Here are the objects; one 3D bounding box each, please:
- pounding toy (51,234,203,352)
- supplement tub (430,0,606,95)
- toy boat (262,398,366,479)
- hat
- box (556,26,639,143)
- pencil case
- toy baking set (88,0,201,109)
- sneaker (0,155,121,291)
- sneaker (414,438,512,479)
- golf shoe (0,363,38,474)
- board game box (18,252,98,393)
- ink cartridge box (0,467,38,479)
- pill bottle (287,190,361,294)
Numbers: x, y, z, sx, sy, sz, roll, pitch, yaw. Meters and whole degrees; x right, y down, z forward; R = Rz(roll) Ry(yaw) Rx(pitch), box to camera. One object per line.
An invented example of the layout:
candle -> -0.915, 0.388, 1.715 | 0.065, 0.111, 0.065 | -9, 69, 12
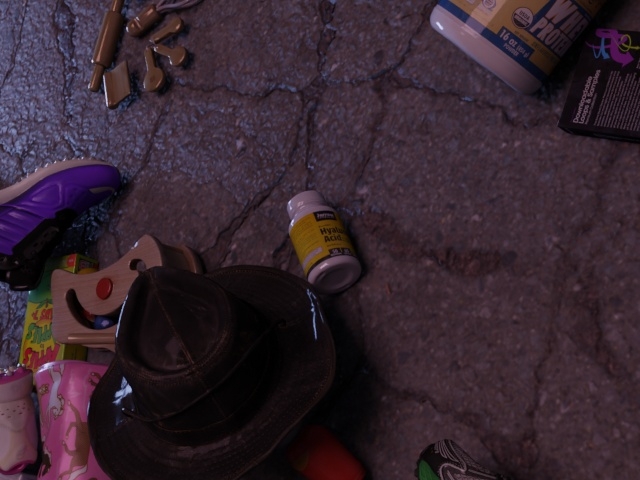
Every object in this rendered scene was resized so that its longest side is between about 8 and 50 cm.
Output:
pounding toy -> -0.256, 0.066, 1.625 | 0.269, 0.155, 0.154 | 4, 80, 40
supplement tub -> 0.227, -0.272, 1.369 | 0.200, 0.144, 0.144 | -53, 49, 10
toy boat -> -0.098, 0.314, 1.368 | 0.148, 0.267, 0.318 | 39, 78, 0
hat -> -0.148, 0.111, 1.385 | 0.331, 0.134, 0.331 | -20, 39, 17
box -> 0.332, -0.157, 1.317 | 0.162, 0.029, 0.116 | 14, 82, 40
pencil case -> -0.287, 0.341, 1.542 | 0.160, 0.167, 0.386 | -2, 69, 10
toy baking set -> -0.247, -0.309, 1.855 | 0.196, 0.030, 0.256 | 0, 74, 36
sneaker -> -0.398, -0.005, 1.763 | 0.293, 0.102, 0.146 | -23, 72, -10
sneaker -> 0.234, 0.276, 1.177 | 0.343, 0.134, 0.146 | 29, 86, 33
golf shoe -> -0.447, 0.247, 1.705 | 0.306, 0.115, 0.140 | -23, 82, 64
board game box -> -0.362, 0.115, 1.768 | 0.092, 0.043, 0.181 | -10, 67, 36
ink cartridge box -> -0.424, 0.362, 1.715 | 0.088, 0.052, 0.122 | 10, 79, 42
pill bottle -> 0.000, 0.000, 1.502 | 0.065, 0.065, 0.116 | -39, 53, 21
